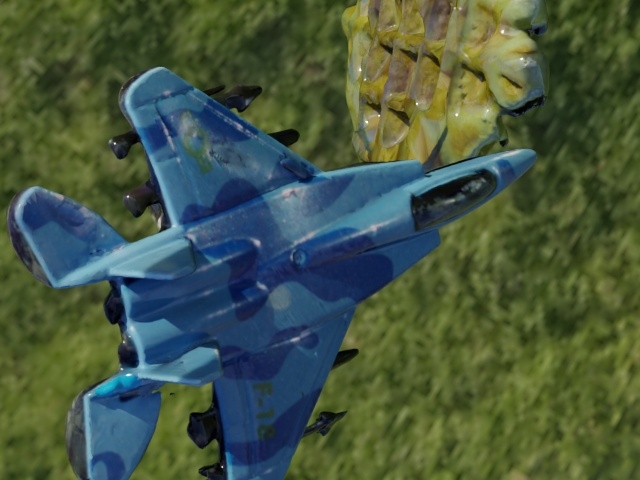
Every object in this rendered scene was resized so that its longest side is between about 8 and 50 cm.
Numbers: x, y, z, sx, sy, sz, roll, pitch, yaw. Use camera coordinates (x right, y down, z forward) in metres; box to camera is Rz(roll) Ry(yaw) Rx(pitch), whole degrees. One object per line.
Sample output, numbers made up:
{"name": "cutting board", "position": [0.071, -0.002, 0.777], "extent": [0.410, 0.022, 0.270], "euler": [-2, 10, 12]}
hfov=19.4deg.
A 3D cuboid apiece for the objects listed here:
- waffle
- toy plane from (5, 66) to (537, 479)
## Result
{"name": "waffle", "position": [0.066, -0.126, 1.094], "extent": [0.054, 0.204, 0.223], "euler": [10, 147, -22]}
{"name": "toy plane", "position": [-0.005, 0.000, 0.737], "extent": [0.078, 0.246, 0.169], "euler": [-4, 106, 44]}
